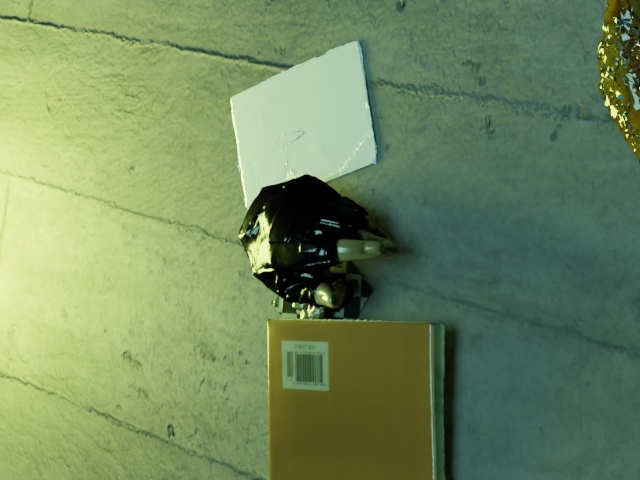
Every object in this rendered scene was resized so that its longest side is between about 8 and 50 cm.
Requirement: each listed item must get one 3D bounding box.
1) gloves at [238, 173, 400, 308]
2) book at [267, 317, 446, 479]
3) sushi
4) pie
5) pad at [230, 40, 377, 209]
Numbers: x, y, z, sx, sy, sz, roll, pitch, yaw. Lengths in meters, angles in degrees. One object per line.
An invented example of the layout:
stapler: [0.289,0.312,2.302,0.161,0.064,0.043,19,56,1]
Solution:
gloves: [0.000,0.000,2.064,0.203,0.124,0.164,-10,68,54]
book: [0.037,0.276,2.061,0.262,0.028,0.374,-1,91,42]
sushi: [-0.008,0.066,2.136,0.126,0.026,0.120,47,118,36]
pie: [0.373,-0.188,1.759,0.273,0.069,0.273,-6,81,44]
pad: [-0.025,-0.137,2.182,0.232,0.004,0.156,-19,74,42]
